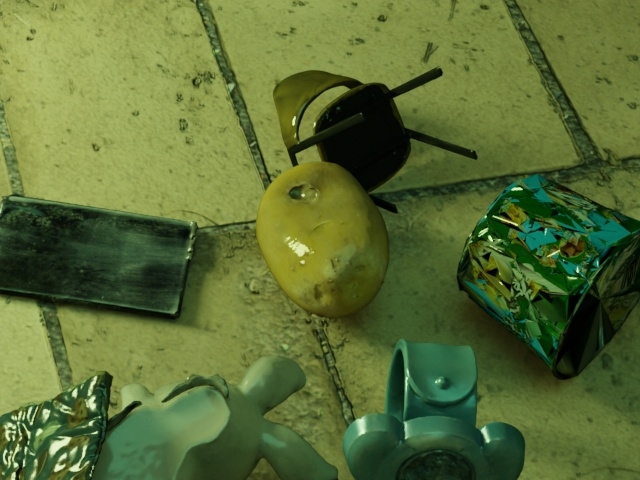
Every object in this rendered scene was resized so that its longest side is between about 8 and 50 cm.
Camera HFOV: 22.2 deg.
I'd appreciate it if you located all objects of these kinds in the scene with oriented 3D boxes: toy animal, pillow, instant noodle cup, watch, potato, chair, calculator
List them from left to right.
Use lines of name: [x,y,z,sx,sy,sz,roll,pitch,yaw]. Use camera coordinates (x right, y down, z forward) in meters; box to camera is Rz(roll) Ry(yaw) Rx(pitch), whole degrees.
pillow: [-0.333,0.256,1.808,0.256,0.034,0.189,-22,44,32]
calculator: [-0.297,0.020,2.105,0.262,0.021,0.161,9,52,-1]
toy animal: [-0.148,0.249,1.855,0.325,0.154,0.208,-14,66,-10]
potato: [0.000,0.000,2.093,0.150,0.146,0.234,-1,40,-22]
chair: [0.055,-0.150,2.217,0.159,0.172,0.247,-33,20,-29]
watch: [0.126,0.220,1.927,0.211,0.211,0.193,5,37,-5]
instant noodle cup: [0.296,0.035,2.069,0.178,0.240,0.240,36,55,25]
